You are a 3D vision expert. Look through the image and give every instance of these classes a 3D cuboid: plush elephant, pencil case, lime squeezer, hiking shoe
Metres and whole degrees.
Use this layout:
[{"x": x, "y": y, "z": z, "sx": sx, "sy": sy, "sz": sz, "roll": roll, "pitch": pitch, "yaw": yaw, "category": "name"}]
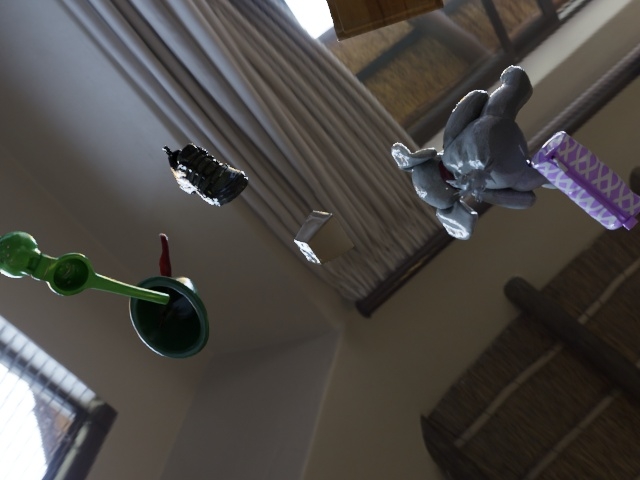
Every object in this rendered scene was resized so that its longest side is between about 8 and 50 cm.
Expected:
[{"x": 0.308, "y": -0.157, "z": 1.362, "sx": 0.330, "sy": 0.272, "sz": 0.255, "roll": -37, "pitch": -167, "yaw": -32, "category": "plush elephant"}, {"x": 0.474, "y": -0.106, "z": 1.152, "sx": 0.086, "sy": 0.206, "sz": 0.088, "roll": -52, "pitch": -175, "yaw": 17, "category": "pencil case"}, {"x": -0.347, "y": 0.035, "z": 0.829, "sx": 0.110, "sy": 0.310, "sz": 0.059, "roll": 146, "pitch": -36, "yaw": -71, "category": "lime squeezer"}, {"x": -0.250, "y": -0.144, "z": 1.360, "sx": 0.226, "sy": 0.114, "sz": 0.086, "roll": 13, "pitch": -120, "yaw": 40, "category": "hiking shoe"}]

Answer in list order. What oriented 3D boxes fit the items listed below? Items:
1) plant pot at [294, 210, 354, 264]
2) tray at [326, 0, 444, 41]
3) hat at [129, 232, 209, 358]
[{"x": 0.000, "y": 0.000, "z": 1.642, "sx": 0.096, "sy": 0.109, "sz": 0.109, "roll": -42, "pitch": -156, "yaw": -16, "category": "plant pot"}, {"x": 0.066, "y": -0.585, "z": 1.129, "sx": 0.202, "sy": 0.411, "sz": 0.076, "roll": -14, "pitch": -154, "yaw": 14, "category": "tray"}, {"x": -0.278, "y": 0.110, "z": 1.340, "sx": 0.172, "sy": 0.209, "sz": 0.183, "roll": -3, "pitch": -160, "yaw": 17, "category": "hat"}]
